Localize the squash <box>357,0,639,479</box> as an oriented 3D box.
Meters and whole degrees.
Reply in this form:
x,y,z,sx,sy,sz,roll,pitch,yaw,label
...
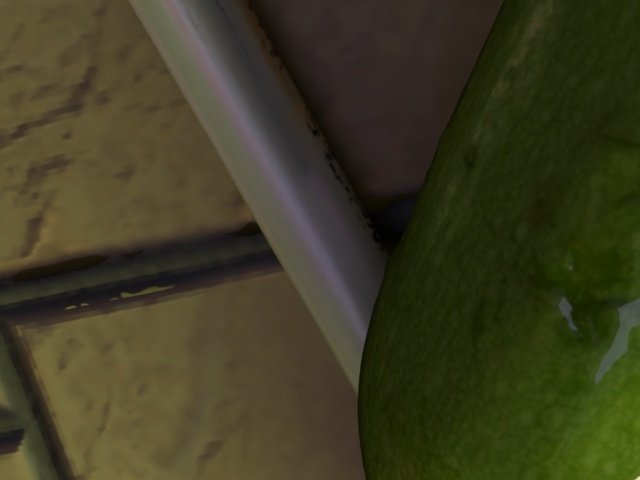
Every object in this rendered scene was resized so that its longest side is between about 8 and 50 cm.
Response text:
x,y,z,sx,sy,sz,roll,pitch,yaw,label
0.107,-0.063,0.387,0.118,0.118,0.371,26,114,4,squash

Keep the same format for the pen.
x,y,z,sx,sy,sz,roll,pitch,yaw,label
0.001,0.000,0.492,0.033,0.033,0.269,-24,103,23,pen
